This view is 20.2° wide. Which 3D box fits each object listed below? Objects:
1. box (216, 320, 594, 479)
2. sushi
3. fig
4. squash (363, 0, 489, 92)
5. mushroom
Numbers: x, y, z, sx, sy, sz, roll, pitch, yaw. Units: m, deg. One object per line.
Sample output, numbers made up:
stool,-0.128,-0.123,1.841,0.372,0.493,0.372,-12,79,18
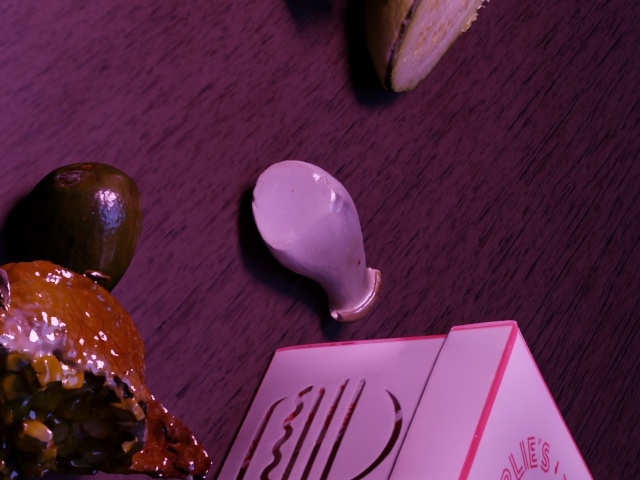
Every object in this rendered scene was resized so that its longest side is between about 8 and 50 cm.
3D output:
box,0.089,0.305,1.856,0.312,0.300,0.314,60,38,-33
sushi,-0.232,0.131,1.521,0.296,0.167,0.179,52,20,-50
fig,-0.220,0.017,1.616,0.117,0.117,0.177,-2,108,-58
squash,0.159,-0.327,2.166,0.234,0.210,0.309,87,6,-65
mushroom,0.000,0.000,1.983,0.116,0.093,0.225,-62,147,-16
